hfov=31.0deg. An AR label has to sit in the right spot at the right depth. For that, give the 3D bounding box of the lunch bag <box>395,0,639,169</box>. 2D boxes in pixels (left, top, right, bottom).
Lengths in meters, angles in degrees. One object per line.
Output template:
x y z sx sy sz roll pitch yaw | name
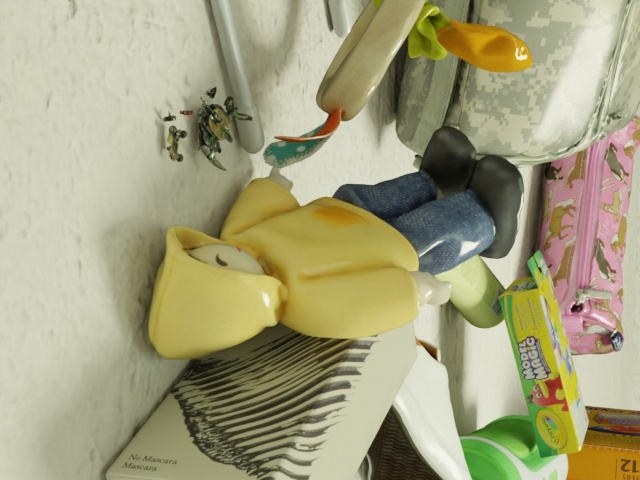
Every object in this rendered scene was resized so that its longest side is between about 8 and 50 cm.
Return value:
0.194 -0.224 1.115 0.256 0.212 0.305 -22 130 -45 | lunch bag

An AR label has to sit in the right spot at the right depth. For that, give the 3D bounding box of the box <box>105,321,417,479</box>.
-0.027 0.115 0.786 0.275 0.113 0.094 -55 142 -54 | box

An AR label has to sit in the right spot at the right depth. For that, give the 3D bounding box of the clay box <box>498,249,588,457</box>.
0.259 0.128 1.350 0.127 0.053 0.222 -19 93 -72 | clay box

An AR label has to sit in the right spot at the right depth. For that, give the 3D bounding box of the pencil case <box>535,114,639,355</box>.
0.402 -0.019 1.762 0.160 0.167 0.386 26 65 -31 | pencil case

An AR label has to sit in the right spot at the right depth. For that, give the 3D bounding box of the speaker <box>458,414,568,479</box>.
0.207 0.277 1.352 0.296 0.131 0.131 6 87 -67 | speaker

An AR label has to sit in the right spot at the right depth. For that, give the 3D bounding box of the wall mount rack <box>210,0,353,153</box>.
0.003 -0.247 0.811 0.304 0.130 0.350 -55 -179 40 | wall mount rack

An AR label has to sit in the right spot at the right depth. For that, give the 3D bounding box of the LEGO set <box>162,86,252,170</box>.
-0.079 -0.074 0.760 0.083 0.023 0.054 7 84 -55 | LEGO set

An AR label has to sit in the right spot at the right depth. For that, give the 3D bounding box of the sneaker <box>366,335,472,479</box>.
0.097 0.171 1.096 0.290 0.106 0.123 67 36 -44 | sneaker

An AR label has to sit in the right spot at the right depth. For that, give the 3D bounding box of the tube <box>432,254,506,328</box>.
0.155 0.033 1.298 0.062 0.070 0.240 -47 148 -1 | tube

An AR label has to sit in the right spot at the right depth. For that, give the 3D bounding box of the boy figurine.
0.000 0.000 0.787 0.285 0.177 0.092 -17 132 -34 | boy figurine

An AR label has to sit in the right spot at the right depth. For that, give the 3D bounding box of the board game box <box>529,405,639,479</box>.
0.475 0.457 1.724 0.356 0.356 0.356 -2 94 -67 | board game box

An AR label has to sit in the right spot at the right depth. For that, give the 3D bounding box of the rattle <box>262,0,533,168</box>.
0.058 -0.101 0.852 0.143 0.130 0.200 42 44 -23 | rattle
